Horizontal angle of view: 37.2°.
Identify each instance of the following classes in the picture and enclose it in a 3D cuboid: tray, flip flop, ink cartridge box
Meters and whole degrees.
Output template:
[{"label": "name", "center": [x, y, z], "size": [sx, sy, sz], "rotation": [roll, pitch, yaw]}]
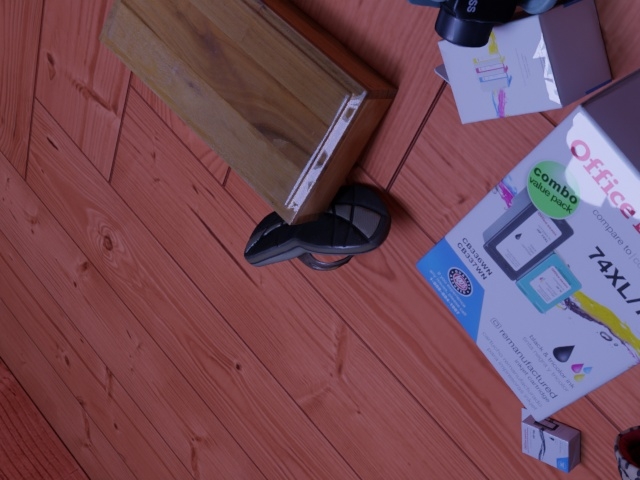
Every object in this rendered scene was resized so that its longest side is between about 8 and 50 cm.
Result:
[{"label": "tray", "center": [-0.111, -0.229, 1.227], "size": [0.411, 0.076, 0.202], "rotation": [43, 121, 22]}, {"label": "flip flop", "center": [0.000, 0.000, 1.279], "size": [0.080, 0.112, 0.277], "rotation": [45, 146, -24]}, {"label": "ink cartridge box", "center": [0.268, -0.004, 0.870], "size": [0.198, 0.197, 0.270], "rotation": [53, 142, 11]}, {"label": "ink cartridge box", "center": [0.194, -0.176, 0.938], "size": [0.143, 0.092, 0.089], "rotation": [-3, 110, 51]}, {"label": "ink cartridge box", "center": [0.274, 0.243, 1.161], "size": [0.083, 0.028, 0.048], "rotation": [19, 125, 43]}]

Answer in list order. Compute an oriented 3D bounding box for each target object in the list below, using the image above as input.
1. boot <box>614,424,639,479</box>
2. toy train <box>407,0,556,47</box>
[{"label": "boot", "center": [0.457, 0.347, 0.932], "size": [0.377, 0.138, 0.284], "rotation": [11, 120, 52]}, {"label": "toy train", "center": [0.149, -0.341, 0.817], "size": [0.190, 0.142, 0.333], "rotation": [-114, 30, -51]}]
